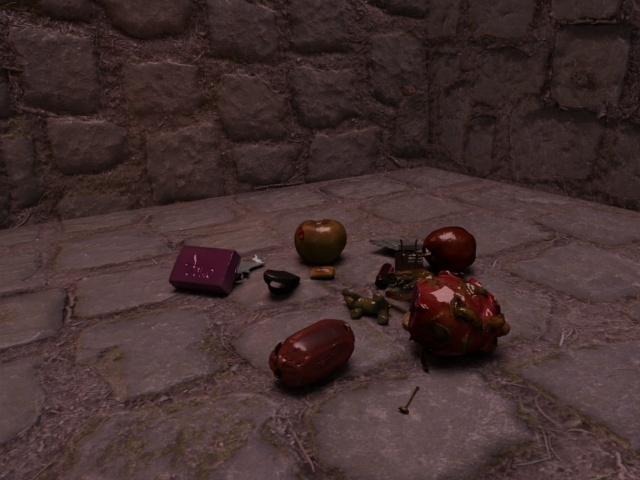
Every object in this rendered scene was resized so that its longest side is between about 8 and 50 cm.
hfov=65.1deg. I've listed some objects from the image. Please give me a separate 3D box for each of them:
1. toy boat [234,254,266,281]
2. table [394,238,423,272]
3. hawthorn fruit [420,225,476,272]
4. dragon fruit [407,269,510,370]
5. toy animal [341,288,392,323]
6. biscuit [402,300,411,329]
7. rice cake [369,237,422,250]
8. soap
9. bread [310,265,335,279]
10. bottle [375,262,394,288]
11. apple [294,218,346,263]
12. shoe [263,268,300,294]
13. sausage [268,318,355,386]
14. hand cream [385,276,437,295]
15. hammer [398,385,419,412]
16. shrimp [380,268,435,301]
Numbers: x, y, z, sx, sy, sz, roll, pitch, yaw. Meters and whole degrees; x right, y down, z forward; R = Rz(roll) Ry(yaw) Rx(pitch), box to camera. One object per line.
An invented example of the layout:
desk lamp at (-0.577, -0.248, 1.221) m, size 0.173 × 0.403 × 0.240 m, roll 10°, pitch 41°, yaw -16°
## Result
toy boat at (-0.362, 0.125, 2.198) m, size 0.292 × 0.070 × 0.210 m, roll -7°, pitch 23°, yaw -24°
table at (0.384, 0.075, 2.175) m, size 0.122 × 0.111 × 0.240 m, roll 0°, pitch 18°, yaw 9°
hawthorn fruit at (0.535, 0.038, 2.130) m, size 0.250 × 0.215 × 0.215 m, roll -5°, pitch 18°, yaw -22°
dragon fruit at (0.418, 0.235, 1.511) m, size 0.291 × 0.250 × 0.269 m, roll 14°, pitch 25°, yaw 2°
toy animal at (0.160, 0.230, 1.804) m, size 0.219 × 0.103 × 0.101 m, roll 5°, pitch 1°, yaw 28°
biscuit at (0.377, 0.239, 1.735) m, size 0.234 × 0.030 × 0.153 m, roll -33°, pitch 33°, yaw -27°
rice cake at (0.361, 0.016, 2.411) m, size 0.189 × 0.037 × 0.198 m, roll 13°, pitch 9°, yaw 35°
soap at (-0.474, 0.119, 2.067) m, size 0.260 × 0.081 × 0.181 m, roll 5°, pitch 62°, yaw 21°
bread at (0.009, 0.134, 2.142) m, size 0.106 × 0.053 × 0.072 m, roll -4°, pitch 14°, yaw 13°
bottle at (0.261, 0.145, 2.063) m, size 0.060 × 0.060 × 0.164 m, roll 4°, pitch 20°, yaw 18°
apple at (0.000, 0.000, 2.322) m, size 0.261 × 0.193 × 0.261 m, roll -2°, pitch 16°, yaw 1°
shoe at (-0.156, 0.175, 2.009) m, size 0.108 × 0.093 × 0.241 m, roll 22°, pitch 4°, yaw 17°
sausage at (-0.016, 0.319, 1.442) m, size 0.280 × 0.152 × 0.152 m, roll -19°, pitch 25°, yaw -41°
hand cream at (0.409, 0.179, 1.894) m, size 0.306 × 0.093 × 0.147 m, roll 10°, pitch 37°, yaw 35°
hammer at (0.239, 0.419, 1.327) m, size 0.029 × 0.014 × 0.123 m, roll 17°, pitch 22°, yaw 24°
shrimp at (0.311, 0.169, 1.855) m, size 0.253 × 0.058 × 0.173 m, roll -7°, pitch 35°, yaw 43°
